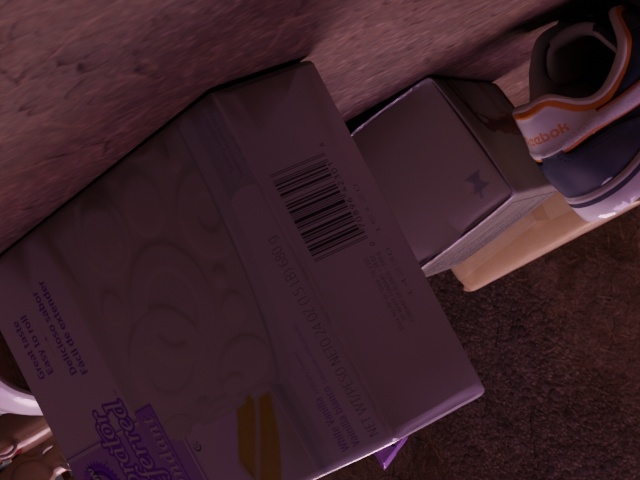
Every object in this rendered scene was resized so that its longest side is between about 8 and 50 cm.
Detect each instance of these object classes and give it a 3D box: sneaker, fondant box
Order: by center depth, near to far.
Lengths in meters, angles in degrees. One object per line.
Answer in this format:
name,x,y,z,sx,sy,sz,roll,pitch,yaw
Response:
fondant box,-0.074,0.060,1.207,0.096,0.238,0.330,-24,175,-42
sneaker,-0.272,0.114,1.520,0.123,0.106,0.290,-30,177,6
sneaker,0.274,-0.168,1.543,0.126,0.127,0.321,-23,-155,50

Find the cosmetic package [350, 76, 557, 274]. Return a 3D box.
cosmetic package,0.111,-0.055,1.634,0.153,0.129,0.296,-36,174,14

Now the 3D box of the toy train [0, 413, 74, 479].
toy train,-0.380,0.266,2.128,0.142,0.190,0.334,-28,176,4

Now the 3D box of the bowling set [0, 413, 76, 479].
bowling set,-0.292,0.253,1.809,0.154,0.200,0.287,-35,-153,-28

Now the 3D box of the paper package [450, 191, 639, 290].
paper package,0.352,-0.091,2.567,0.324,0.168,0.309,-31,176,33

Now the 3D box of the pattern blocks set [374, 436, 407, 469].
pattern blocks set,-0.048,0.123,1.801,0.285,0.325,0.026,-35,148,-19
